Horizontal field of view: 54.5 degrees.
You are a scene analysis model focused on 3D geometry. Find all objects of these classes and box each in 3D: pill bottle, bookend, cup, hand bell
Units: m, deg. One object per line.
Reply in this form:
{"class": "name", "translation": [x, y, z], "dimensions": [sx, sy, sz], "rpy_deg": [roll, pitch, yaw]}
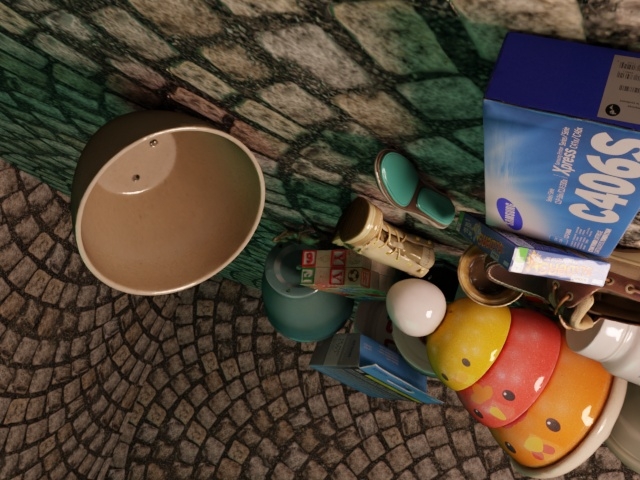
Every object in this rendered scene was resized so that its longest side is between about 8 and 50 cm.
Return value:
{"class": "pill bottle", "translation": [0.316, 0.286, 1.896], "dimensions": [0.408, 0.228, 0.229], "rpy_deg": [14, 166, 32]}
{"class": "bookend", "translation": [0.250, 0.132, 1.484], "dimensions": [0.072, 0.157, 0.156], "rpy_deg": [25, 169, -24]}
{"class": "cup", "translation": [-0.299, -0.102, 1.118], "dimensions": [0.331, 0.331, 0.237], "rpy_deg": [34, -171, -48]}
{"class": "hand bell", "translation": [0.320, 0.073, 1.227], "dimensions": [0.126, 0.126, 0.242], "rpy_deg": [19, 174, 8]}
{"class": "pill bottle", "translation": [0.601, 0.186, 1.105], "dimensions": [0.283, 0.160, 0.160], "rpy_deg": [21, 168, -2]}

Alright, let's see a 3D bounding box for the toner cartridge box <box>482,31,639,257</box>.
{"class": "toner cartridge box", "translation": [0.269, -0.082, 0.678], "dimensions": [0.165, 0.075, 0.348], "rpy_deg": [19, 169, 21]}

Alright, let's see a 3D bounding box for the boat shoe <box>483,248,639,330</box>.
{"class": "boat shoe", "translation": [0.410, 0.078, 0.971], "dimensions": [0.342, 0.123, 0.123], "rpy_deg": [11, 147, 33]}

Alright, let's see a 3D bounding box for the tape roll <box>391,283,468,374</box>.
{"class": "tape roll", "translation": [0.314, 0.235, 1.629], "dimensions": [0.246, 0.246, 0.169], "rpy_deg": [18, 168, 14]}

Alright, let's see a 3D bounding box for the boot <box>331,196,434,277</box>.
{"class": "boot", "translation": [0.139, 0.001, 1.233], "dimensions": [0.204, 0.095, 0.262], "rpy_deg": [23, 170, -6]}

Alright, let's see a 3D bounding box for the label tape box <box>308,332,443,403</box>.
{"class": "label tape box", "translation": [0.162, 0.360, 1.766], "dimensions": [0.249, 0.115, 0.348], "rpy_deg": [31, 156, -22]}

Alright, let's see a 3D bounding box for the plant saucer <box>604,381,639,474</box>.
{"class": "plant saucer", "translation": [0.749, 0.318, 1.208], "dimensions": [0.401, 0.401, 0.100], "rpy_deg": [7, 120, 49]}

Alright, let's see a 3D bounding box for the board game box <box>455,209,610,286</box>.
{"class": "board game box", "translation": [0.291, 0.006, 0.882], "dimensions": [0.136, 0.035, 0.201], "rpy_deg": [10, -165, -9]}

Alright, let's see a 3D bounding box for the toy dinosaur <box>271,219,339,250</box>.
{"class": "toy dinosaur", "translation": [0.000, 0.000, 1.581], "dimensions": [0.268, 0.063, 0.118], "rpy_deg": [14, 171, 13]}

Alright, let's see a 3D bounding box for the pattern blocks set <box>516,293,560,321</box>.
{"class": "pattern blocks set", "translation": [0.480, 0.123, 1.351], "dimensions": [0.286, 0.026, 0.325], "rpy_deg": [11, 162, 44]}

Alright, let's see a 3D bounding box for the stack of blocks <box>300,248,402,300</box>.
{"class": "stack of blocks", "translation": [0.104, 0.093, 1.575], "dimensions": [0.171, 0.087, 0.297], "rpy_deg": [-2, 167, 33]}

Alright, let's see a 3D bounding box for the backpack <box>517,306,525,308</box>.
{"class": "backpack", "translation": [0.541, 0.240, 1.559], "dimensions": [0.101, 0.120, 0.098], "rpy_deg": [29, 165, -32]}

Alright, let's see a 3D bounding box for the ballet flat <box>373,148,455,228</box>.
{"class": "ballet flat", "translation": [0.130, -0.076, 0.963], "dimensions": [0.068, 0.072, 0.213], "rpy_deg": [15, 168, 47]}

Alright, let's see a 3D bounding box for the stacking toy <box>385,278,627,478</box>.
{"class": "stacking toy", "translation": [0.339, 0.236, 1.299], "dimensions": [0.480, 0.350, 0.350], "rpy_deg": [31, 168, -4]}

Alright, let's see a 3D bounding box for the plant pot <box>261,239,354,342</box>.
{"class": "plant pot", "translation": [-0.046, 0.120, 1.740], "dimensions": [0.272, 0.271, 0.255], "rpy_deg": [18, 158, 14]}
